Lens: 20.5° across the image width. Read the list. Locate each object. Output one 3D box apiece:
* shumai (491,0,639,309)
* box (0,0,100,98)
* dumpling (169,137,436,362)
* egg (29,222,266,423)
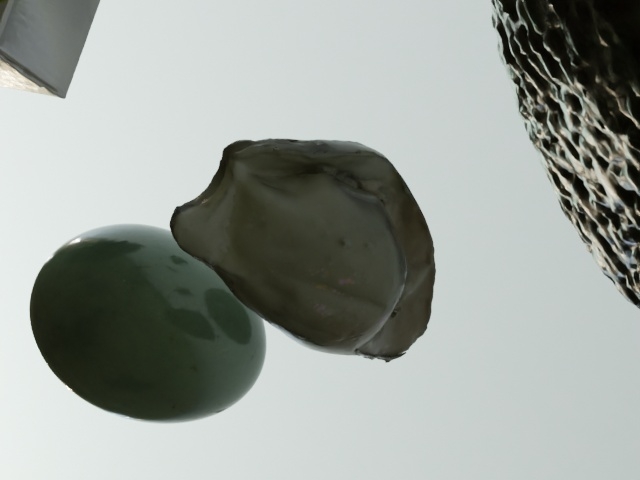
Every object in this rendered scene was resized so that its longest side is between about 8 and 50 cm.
[{"bbox_3d":[0.340,-0.120,1.304,0.395,0.348,0.395,60,-10,19],"label":"shumai"},{"bbox_3d":[-0.261,-0.259,1.397,0.111,0.194,0.260,40,65,-58],"label":"box"},{"bbox_3d":[0.000,0.000,1.140,0.136,0.199,0.118,-60,-149,9],"label":"dumpling"},{"bbox_3d":[-0.133,0.065,1.369,0.149,0.192,0.149,19,90,-79],"label":"egg"}]
